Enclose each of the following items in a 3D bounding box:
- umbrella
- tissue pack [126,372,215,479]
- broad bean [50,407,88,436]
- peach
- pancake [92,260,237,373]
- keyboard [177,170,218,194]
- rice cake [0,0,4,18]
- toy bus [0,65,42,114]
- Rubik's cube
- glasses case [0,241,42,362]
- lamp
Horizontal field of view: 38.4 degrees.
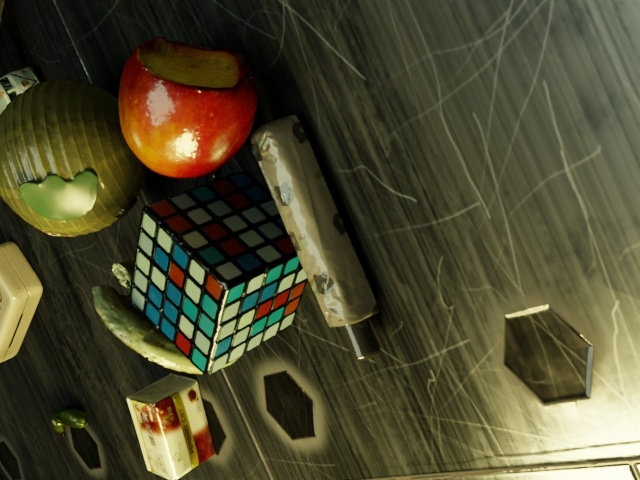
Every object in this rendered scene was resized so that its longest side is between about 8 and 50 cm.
[{"bbox_3d":[0.000,0.000,1.211,0.337,0.073,0.067,67,161,-4],"label":"umbrella"},{"bbox_3d":[-0.263,0.330,1.637,0.099,0.106,0.149,4,112,47],"label":"tissue pack"},{"bbox_3d":[-0.559,0.395,2.036,0.061,0.046,0.195,53,145,-4],"label":"broad bean"},{"bbox_3d":[-0.173,-0.185,1.200,0.190,0.196,0.226,50,163,5],"label":"peach"},{"bbox_3d":[-0.227,0.115,1.403,0.253,0.253,0.037,43,111,24],"label":"pancake"},{"bbox_3d":[-0.193,-0.078,1.422,0.087,0.017,0.251,33,132,30],"label":"keyboard"},{"bbox_3d":[-0.600,-0.342,1.627,0.055,0.049,0.270,6,86,29],"label":"rice cake"},{"bbox_3d":[-0.573,-0.242,1.693,0.194,0.089,0.087,-33,85,49],"label":"toy bus"},{"bbox_3d":[-0.137,0.041,1.294,0.184,0.187,0.182,39,133,24],"label":"Rubik's cube"},{"bbox_3d":[-0.715,0.147,2.053,0.144,0.076,0.336,52,139,14],"label":"glasses case"},{"bbox_3d":[-0.368,-0.140,1.440,0.250,0.284,0.250,-20,-90,-87],"label":"lamp"}]
